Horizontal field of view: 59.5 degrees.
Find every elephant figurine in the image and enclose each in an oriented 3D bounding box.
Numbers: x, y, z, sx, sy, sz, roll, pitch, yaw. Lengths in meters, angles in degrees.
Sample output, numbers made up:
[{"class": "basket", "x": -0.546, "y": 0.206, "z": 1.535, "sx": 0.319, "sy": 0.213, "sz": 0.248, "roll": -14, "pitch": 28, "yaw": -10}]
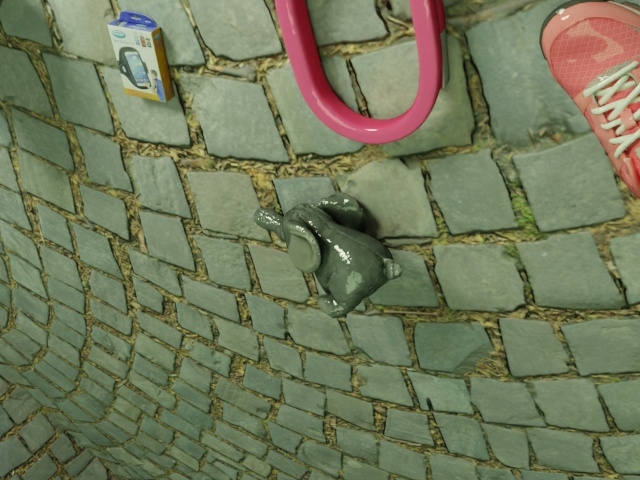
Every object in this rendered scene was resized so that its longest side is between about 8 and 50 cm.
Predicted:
[{"class": "elephant figurine", "x": 0.000, "y": 0.000, "z": 0.937, "sx": 0.186, "sy": 0.169, "sz": 0.239, "roll": -41, "pitch": 89, "yaw": 17}]

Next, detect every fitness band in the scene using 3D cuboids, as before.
[{"class": "fitness band", "x": 0.052, "y": -0.258, "z": 0.720, "sx": 0.209, "sy": 0.054, "sz": 0.290, "roll": 4, "pitch": 131, "yaw": 26}]

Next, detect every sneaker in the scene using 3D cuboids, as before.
[{"class": "sneaker", "x": 0.360, "y": -0.131, "z": 0.614, "sx": 0.314, "sy": 0.136, "sz": 0.116, "roll": 43, "pitch": 135, "yaw": -15}]

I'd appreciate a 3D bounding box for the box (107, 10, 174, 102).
[{"class": "box", "x": -0.285, "y": -0.290, "z": 0.889, "sx": 0.081, "sy": 0.028, "sz": 0.136, "roll": 15, "pitch": 138, "yaw": 16}]
